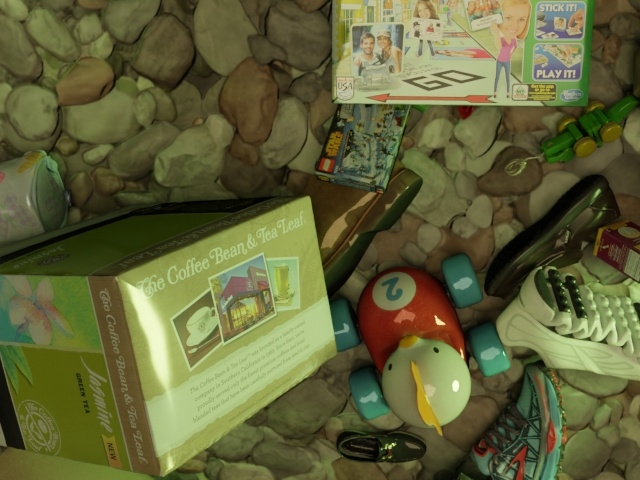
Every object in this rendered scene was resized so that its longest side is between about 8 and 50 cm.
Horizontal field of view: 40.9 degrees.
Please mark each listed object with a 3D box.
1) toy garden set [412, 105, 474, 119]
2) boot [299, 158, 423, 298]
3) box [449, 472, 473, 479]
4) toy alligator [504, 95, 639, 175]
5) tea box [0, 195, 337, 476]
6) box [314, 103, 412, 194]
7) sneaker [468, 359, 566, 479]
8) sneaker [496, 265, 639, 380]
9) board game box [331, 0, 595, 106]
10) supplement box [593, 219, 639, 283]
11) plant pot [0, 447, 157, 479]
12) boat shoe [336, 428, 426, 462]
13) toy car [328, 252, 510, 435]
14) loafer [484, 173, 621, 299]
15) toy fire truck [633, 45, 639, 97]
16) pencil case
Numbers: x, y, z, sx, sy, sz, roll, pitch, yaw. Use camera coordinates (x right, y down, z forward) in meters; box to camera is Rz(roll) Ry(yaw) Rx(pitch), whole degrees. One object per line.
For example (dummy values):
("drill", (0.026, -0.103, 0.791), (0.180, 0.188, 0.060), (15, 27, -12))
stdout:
("toy garden set", (0.183, -0.277, 1.108), (0.204, 0.049, 0.244), (25, 103, -2))
("boot", (0.000, 0.000, 1.169), (0.115, 0.112, 0.305), (41, 98, 14))
("box", (0.241, 0.439, 1.217), (0.231, 0.056, 0.183), (32, 136, -4))
("toy alligator", (0.334, -0.127, 1.134), (0.190, 0.056, 0.051), (-31, 139, 10))
("tea box", (-0.210, 0.090, 1.019), (0.324, 0.329, 0.219), (-2, 105, 36))
("box", (0.057, -0.133, 1.115), (0.094, 0.027, 0.137), (14, 69, 13))
("sneaker", (0.274, 0.294, 1.204), (0.125, 0.104, 0.261), (4, 103, 5))
("sneaker", (0.369, 0.133, 1.159), (0.292, 0.110, 0.118), (24, 130, -18))
("board game box", (0.173, -0.275, 1.063), (0.318, 0.046, 0.213), (1, 104, 5))
("supplement box", (0.404, 0.013, 1.107), (0.055, 0.083, 0.043), (-15, 125, -27))
("plant pot", (-0.339, 0.399, 1.211), (0.274, 0.256, 0.256), (41, 102, 11))
("boat shoe", (0.089, 0.305, 1.250), (0.133, 0.042, 0.048), (5, 101, 1))
("toy car", (0.127, 0.153, 1.112), (0.219, 0.238, 0.210), (-21, 100, 8))
("loafer", (0.314, 0.010, 1.148), (0.220, 0.080, 0.078), (-43, 96, 11))
("toy fire truck", (0.501, -0.201, 0.984), (0.217, 0.246, 0.158), (5, 81, 3))
("pencil case", (-0.489, -0.047, 1.170), (0.273, 0.113, 0.124), (-8, 92, 5))
